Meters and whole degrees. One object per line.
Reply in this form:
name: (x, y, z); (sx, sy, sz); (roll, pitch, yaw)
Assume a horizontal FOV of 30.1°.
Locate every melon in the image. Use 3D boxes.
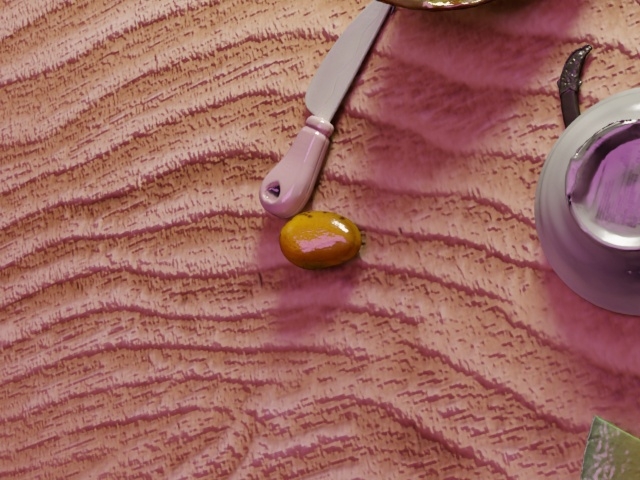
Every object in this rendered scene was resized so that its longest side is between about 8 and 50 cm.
melon: (0.328, 0.314, 1.238); (0.114, 0.053, 0.262); (-3, 79, 14)

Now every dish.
dish: (0.344, -0.052, 1.277); (0.260, 0.085, 0.260); (-6, 76, 27)

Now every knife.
knife: (0.009, -0.185, 1.589); (0.081, 0.043, 0.336); (22, 83, 42)
knife: (0.299, -0.122, 1.380); (0.045, 0.021, 0.222); (-8, 72, 27)

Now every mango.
mango: (0.000, 0.000, 1.521); (0.114, 0.057, 0.079); (5, 70, 29)

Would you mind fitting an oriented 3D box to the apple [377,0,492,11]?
apple: (0.185, -0.421, 1.443); (0.254, 0.179, 0.346); (34, 98, 47)
